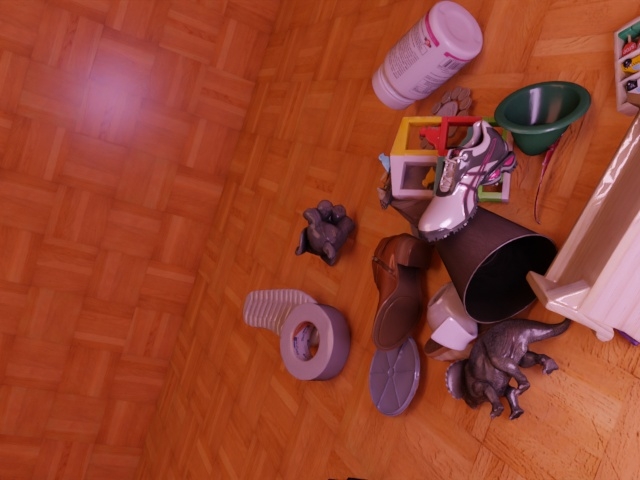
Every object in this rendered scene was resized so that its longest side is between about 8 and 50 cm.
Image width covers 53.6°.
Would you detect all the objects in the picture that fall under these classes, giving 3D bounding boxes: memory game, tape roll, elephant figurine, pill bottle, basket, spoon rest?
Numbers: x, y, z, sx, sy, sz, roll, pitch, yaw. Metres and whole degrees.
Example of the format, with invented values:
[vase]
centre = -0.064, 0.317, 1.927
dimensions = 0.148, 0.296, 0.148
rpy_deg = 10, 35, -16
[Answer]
[memory game]
centre = 0.310, -0.303, 1.580
dimensions = 0.186, 0.012, 0.186
rpy_deg = -47, 26, 32
[tape roll]
centre = -0.018, 0.288, 1.805
dimensions = 0.219, 0.072, 0.219
rpy_deg = -12, 73, 43
[elephant figurine]
centre = 0.000, 0.000, 1.950
dimensions = 0.169, 0.186, 0.239
rpy_deg = 48, 145, 10
[pill bottle]
centre = 0.264, -0.464, 1.629
dimensions = 0.283, 0.160, 0.160
rpy_deg = -35, 46, 53
[basket]
centre = 0.322, 0.026, 1.254
dimensions = 0.204, 0.154, 0.227
rpy_deg = -45, 27, 8
[spoon rest]
centre = 0.269, 0.156, 1.286
dimensions = 0.137, 0.084, 0.276
rpy_deg = -50, 0, 16

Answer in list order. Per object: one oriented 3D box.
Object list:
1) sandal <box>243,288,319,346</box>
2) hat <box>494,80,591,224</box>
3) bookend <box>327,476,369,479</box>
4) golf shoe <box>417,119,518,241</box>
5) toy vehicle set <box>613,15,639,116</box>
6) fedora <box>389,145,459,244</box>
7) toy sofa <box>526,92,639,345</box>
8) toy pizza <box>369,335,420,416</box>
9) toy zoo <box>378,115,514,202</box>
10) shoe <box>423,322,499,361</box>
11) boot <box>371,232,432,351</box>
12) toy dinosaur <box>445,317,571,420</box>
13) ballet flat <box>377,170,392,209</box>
[sandal]
centre = -0.101, 0.232, 2.034
dimensions = 0.416, 0.102, 0.169
rpy_deg = 12, 91, 49
[hat]
centre = 0.442, -0.189, 1.270
dimensions = 0.208, 0.184, 0.173
rpy_deg = -33, 38, -13
[bookend]
centre = 0.069, 0.619, 1.516
dimensions = 0.156, 0.072, 0.157
rpy_deg = -66, 26, 15
[golf shoe]
centre = 0.269, -0.117, 1.258
dimensions = 0.273, 0.120, 0.105
rpy_deg = -48, 28, -17
[toy vehicle set]
centre = 0.601, -0.330, 1.020
dimensions = 0.267, 0.035, 0.166
rpy_deg = -27, 52, 57
[fedora]
centre = 0.248, -0.120, 1.510
dimensions = 0.275, 0.124, 0.244
rpy_deg = -16, 62, 61
[toy sofa]
centre = 0.491, -0.030, 0.982
dimensions = 0.150, 0.177, 0.363
rpy_deg = -74, 7, -73
[toy pizza]
centre = 0.181, 0.317, 1.507
dimensions = 0.201, 0.032, 0.201
rpy_deg = -43, 38, 48
[toy zoo]
centre = 0.270, -0.181, 1.393
dimensions = 0.293, 0.030, 0.192
rpy_deg = 4, 75, 21
[shoe]
centre = 0.306, 0.202, 1.303
dimensions = 0.219, 0.058, 0.077
rpy_deg = -35, 20, 47
[boot]
centre = 0.164, 0.117, 1.557
dimensions = 0.220, 0.109, 0.284
rpy_deg = -168, 91, -73
[toy dinosaur]
centre = 0.329, 0.223, 1.164
dimensions = 0.160, 0.121, 0.314
rpy_deg = 54, 129, 42
[ballet flat]
centre = 0.157, -0.130, 1.517
dimensions = 0.114, 0.041, 0.041
rpy_deg = -71, 25, 19
